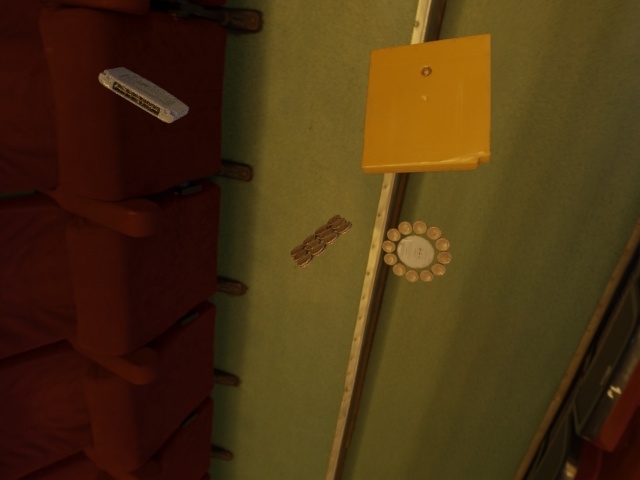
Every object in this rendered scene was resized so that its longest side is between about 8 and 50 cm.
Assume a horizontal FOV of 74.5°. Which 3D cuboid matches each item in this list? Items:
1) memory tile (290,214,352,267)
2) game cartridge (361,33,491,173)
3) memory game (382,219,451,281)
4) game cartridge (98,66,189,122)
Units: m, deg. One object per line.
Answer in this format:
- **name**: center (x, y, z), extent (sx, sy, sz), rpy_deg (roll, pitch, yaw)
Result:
- **memory tile**: center (0.000, 0.000, 0.930), extent (0.148, 0.113, 0.012), rpy_deg (-40, 112, -4)
- **game cartridge**: center (0.247, -0.314, 0.983), extent (0.284, 0.052, 0.324), rpy_deg (1, 76, 20)
- **memory game**: center (0.253, 0.031, 1.116), extent (0.186, 0.012, 0.186), rpy_deg (11, 120, 19)
- **game cartridge**: center (-0.189, -0.159, 0.461), extent (0.083, 0.056, 0.017), rpy_deg (31, 118, -11)
